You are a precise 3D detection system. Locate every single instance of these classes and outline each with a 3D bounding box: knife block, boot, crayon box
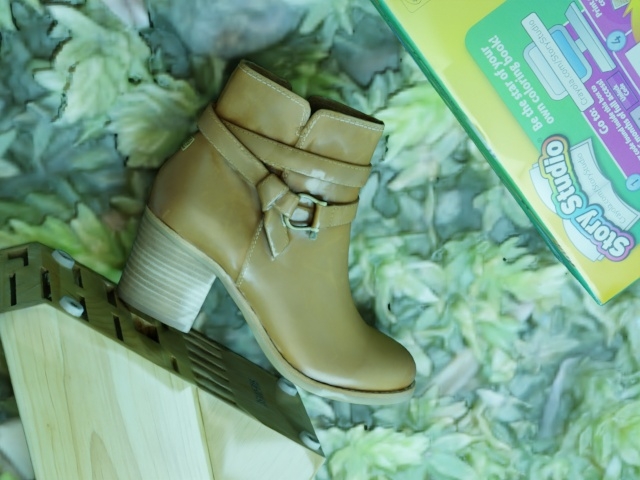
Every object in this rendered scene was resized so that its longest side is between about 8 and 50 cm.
[{"bbox_3d":[-0.123,0.167,0.866,0.275,0.088,0.242,32,101,-23],"label":"knife block"},{"bbox_3d":[0.000,0.000,0.837,0.197,0.073,0.152,24,101,-23],"label":"boot"},{"bbox_3d":[0.138,-0.119,0.811,0.165,0.081,0.278,-37,115,4],"label":"crayon box"}]
